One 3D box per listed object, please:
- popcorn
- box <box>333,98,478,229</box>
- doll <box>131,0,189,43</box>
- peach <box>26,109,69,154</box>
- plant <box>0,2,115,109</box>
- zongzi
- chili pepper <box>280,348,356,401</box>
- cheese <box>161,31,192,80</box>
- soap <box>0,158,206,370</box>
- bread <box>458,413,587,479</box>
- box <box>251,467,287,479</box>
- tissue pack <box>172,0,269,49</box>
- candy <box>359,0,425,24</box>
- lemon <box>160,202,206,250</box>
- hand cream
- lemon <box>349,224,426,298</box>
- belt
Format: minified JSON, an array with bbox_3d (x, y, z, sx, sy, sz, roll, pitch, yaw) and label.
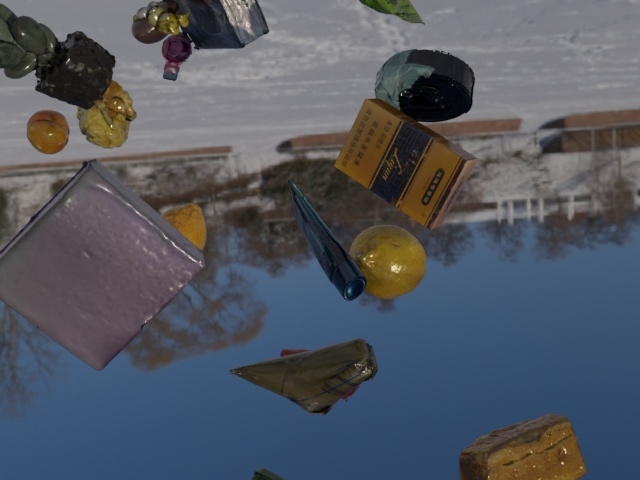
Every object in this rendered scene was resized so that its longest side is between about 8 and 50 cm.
[{"bbox_3d":[-0.555,-0.327,1.975,0.170,0.179,0.180,-3,-173,18],"label":"popcorn"},{"bbox_3d":[0.158,-0.148,1.443,0.237,0.152,0.070,37,-154,23],"label":"box"},{"bbox_3d":[-0.408,-0.572,1.967,0.188,0.096,0.145,-4,-131,35],"label":"doll"},{"bbox_3d":[-0.859,-0.344,2.401,0.138,0.138,0.138,-3,-173,0],"label":"peach"},{"bbox_3d":[-0.567,-0.379,1.562,0.275,0.146,0.149,20,133,-38],"label":"plant"},{"bbox_3d":[-0.036,0.306,1.890,0.289,0.123,0.260,29,126,-28],"label":"zongzi"},{"bbox_3d":[0.003,0.374,2.236,0.253,0.136,0.144,24,-151,9],"label":"chili pepper"},{"bbox_3d":[-0.423,-0.537,2.221,0.095,0.145,0.038,14,179,12],"label":"cheese"},{"bbox_3d":[-0.411,0.047,1.393,0.296,0.285,0.107,-44,-156,2],"label":"soap"},{"bbox_3d":[0.448,0.505,1.708,0.295,0.166,0.132,-12,-178,-26],"label":"bread"},{"bbox_3d":[-0.033,0.590,1.385,0.178,0.252,0.329,-37,-151,-33],"label":"box"},{"bbox_3d":[-0.296,-0.636,2.012,0.122,0.259,0.361,-39,-152,-15],"label":"tissue pack"},{"bbox_3d":[0.135,-0.589,1.809,0.246,0.069,0.149,41,-145,9],"label":"candy"},{"bbox_3d":[-0.361,-0.015,1.948,0.142,0.187,0.142,21,161,8],"label":"lemon"},{"bbox_3d":[0.000,0.000,1.560,0.061,0.270,0.120,-29,151,-13],"label":"hand cream"},{"bbox_3d":[0.168,0.054,1.918,0.188,0.188,0.257,2,170,35],"label":"lemon"},{"bbox_3d":[0.206,-0.308,1.526,0.199,0.078,0.151,6,150,11],"label":"belt"}]
